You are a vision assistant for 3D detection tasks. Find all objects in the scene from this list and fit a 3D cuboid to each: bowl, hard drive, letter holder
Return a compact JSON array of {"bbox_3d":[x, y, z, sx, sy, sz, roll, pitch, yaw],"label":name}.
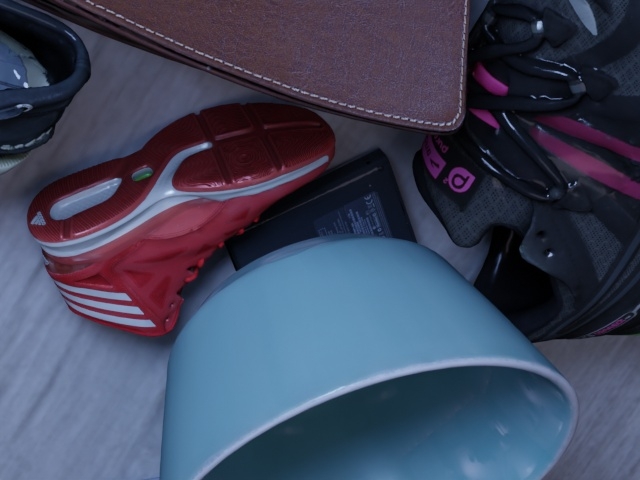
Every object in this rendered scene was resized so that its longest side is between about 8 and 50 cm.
[{"bbox_3d":[0.012,0.110,1.366,0.311,0.163,0.311,-16,149,-10],"label":"bowl"},{"bbox_3d":[0.000,0.000,1.418,0.135,0.022,0.094,-26,126,-8],"label":"hard drive"},{"bbox_3d":[-0.069,-0.164,1.148,0.301,0.214,0.152,17,153,-31],"label":"letter holder"}]

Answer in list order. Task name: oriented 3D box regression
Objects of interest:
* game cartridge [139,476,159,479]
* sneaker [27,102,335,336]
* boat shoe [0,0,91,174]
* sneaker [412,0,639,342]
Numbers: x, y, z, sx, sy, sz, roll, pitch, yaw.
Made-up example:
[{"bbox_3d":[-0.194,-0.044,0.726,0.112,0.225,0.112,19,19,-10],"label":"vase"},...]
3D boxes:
[{"bbox_3d":[-0.179,0.285,1.488,0.294,0.060,0.196,-8,125,-20],"label":"game cartridge"},{"bbox_3d":[-0.090,-0.012,1.350,0.221,0.087,0.128,-17,136,-6],"label":"sneaker"},{"bbox_3d":[-0.271,-0.124,1.045,0.340,0.127,0.113,24,144,-39],"label":"boat shoe"},{"bbox_3d":[0.163,-0.089,1.322,0.202,0.185,0.483,-20,131,-8],"label":"sneaker"}]
